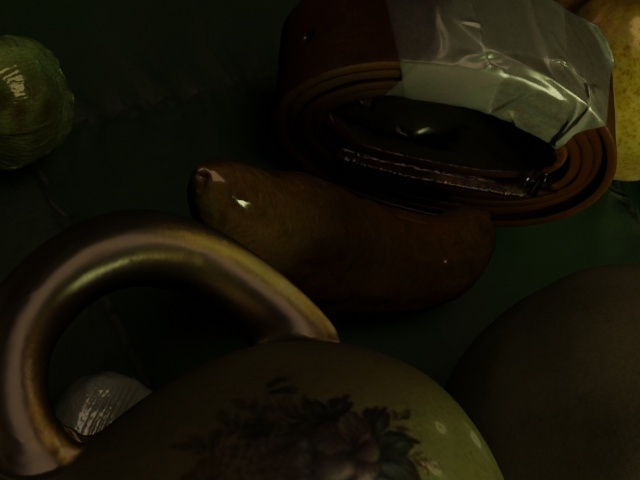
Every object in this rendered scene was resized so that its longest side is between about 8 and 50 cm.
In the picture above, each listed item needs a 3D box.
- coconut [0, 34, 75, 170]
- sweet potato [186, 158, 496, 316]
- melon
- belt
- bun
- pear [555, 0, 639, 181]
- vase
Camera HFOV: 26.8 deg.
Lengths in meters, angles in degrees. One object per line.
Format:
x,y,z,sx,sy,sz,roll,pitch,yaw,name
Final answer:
-0.207,-0.090,0.871,0.088,0.088,0.096,52,43,8,coconut
-0.001,0.002,0.894,0.341,0.114,0.092,10,49,-54,sweet potato
0.191,0.162,0.818,0.268,0.268,0.330,28,35,-13,melon
0.096,-0.104,0.996,0.261,0.184,0.105,11,53,-9,belt
-0.125,0.118,0.806,0.083,0.045,0.083,15,65,-35,bun
0.255,-0.134,1.133,0.178,0.178,0.178,16,53,-22,pear
-0.074,0.141,0.695,0.302,0.241,0.329,-9,75,-24,vase
